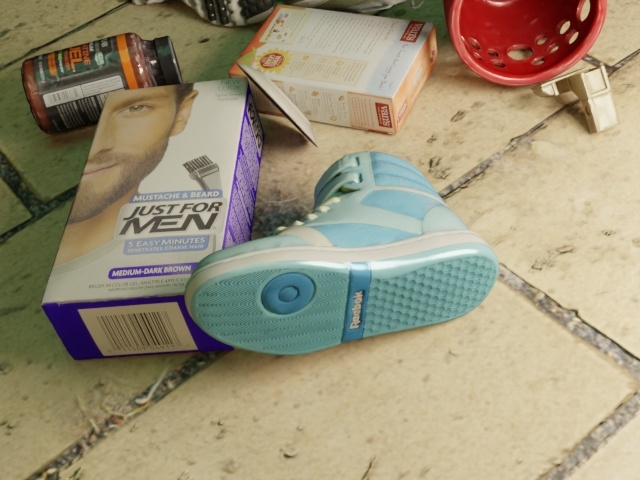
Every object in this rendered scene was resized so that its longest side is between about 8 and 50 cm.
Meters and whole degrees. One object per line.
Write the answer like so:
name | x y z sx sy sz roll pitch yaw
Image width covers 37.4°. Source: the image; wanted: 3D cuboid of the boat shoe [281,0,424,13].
boat shoe | 0.070 -0.353 1.236 0.320 0.103 0.118 0 80 53

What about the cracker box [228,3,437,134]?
cracker box | 0.019 -0.227 1.234 0.232 0.067 0.156 13 51 23

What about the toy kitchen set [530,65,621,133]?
toy kitchen set | 0.303 -0.163 1.145 0.068 0.075 0.083 -21 7 -12

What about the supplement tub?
supplement tub | -0.287 -0.215 1.257 0.198 0.106 0.106 -16 47 -4

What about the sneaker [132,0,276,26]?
sneaker | -0.177 -0.403 1.417 0.292 0.110 0.118 22 47 27

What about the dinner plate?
dinner plate | -0.048 -0.168 1.145 0.017 0.141 0.141 -43 50 2

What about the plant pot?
plant pot | 0.243 -0.318 1.185 0.191 0.191 0.174 -9 40 3

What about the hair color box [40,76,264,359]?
hair color box | -0.175 -0.035 1.070 0.185 0.110 0.339 -5 46 8

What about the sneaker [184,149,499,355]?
sneaker | 0.000 0.000 0.968 0.319 0.127 0.208 -3 40 -23
